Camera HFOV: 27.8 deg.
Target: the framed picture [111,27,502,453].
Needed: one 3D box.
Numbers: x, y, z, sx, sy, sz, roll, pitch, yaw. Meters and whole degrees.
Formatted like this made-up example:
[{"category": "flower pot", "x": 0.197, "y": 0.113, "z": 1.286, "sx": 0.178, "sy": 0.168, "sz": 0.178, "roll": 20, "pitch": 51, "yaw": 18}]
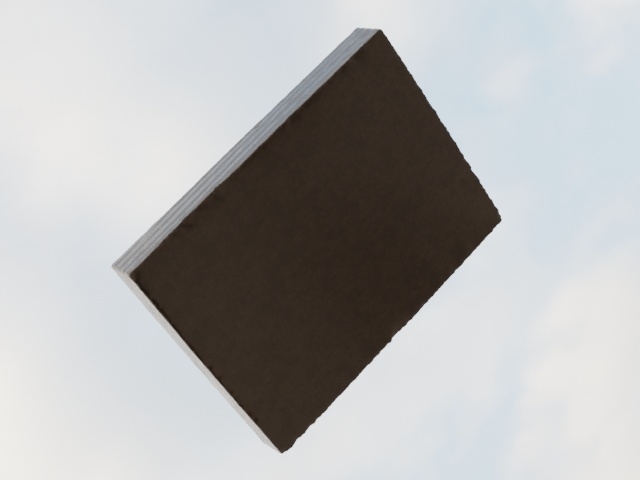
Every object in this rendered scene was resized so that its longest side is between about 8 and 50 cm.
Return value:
[{"category": "framed picture", "x": 0.000, "y": 0.000, "z": 0.624, "sx": 0.168, "sy": 0.023, "sz": 0.128, "roll": -46, "pitch": -60, "yaw": -16}]
